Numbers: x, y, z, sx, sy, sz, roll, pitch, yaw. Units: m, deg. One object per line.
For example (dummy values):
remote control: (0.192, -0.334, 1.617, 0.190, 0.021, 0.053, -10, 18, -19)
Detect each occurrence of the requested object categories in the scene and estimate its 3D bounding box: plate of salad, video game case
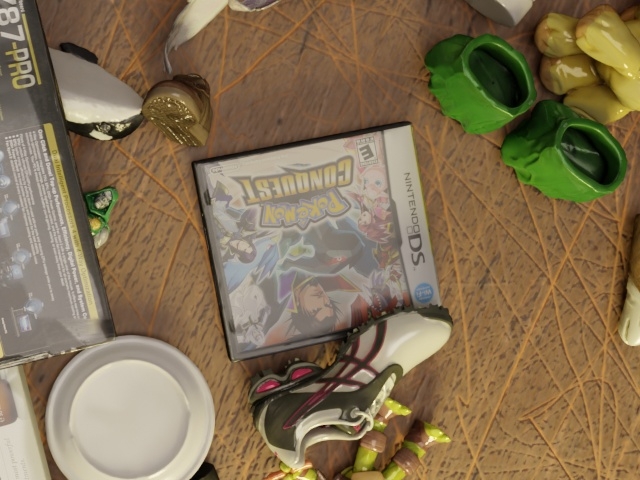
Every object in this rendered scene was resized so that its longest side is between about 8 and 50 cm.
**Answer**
plate of salad: (-0.226, 0.213, 1.643, 0.200, 0.048, 0.199, 1, 82, -5)
video game case: (0.000, 0.000, 1.685, 0.275, 0.035, 0.248, -12, 98, -11)

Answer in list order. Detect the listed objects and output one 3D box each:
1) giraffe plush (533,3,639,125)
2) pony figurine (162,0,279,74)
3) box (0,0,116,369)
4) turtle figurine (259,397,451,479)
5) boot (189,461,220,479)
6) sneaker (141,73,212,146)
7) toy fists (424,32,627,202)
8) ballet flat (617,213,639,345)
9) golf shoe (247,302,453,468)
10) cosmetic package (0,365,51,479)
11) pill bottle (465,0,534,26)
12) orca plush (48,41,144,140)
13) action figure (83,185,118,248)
giraffe plush: (0.391, -0.242, 1.690, 0.170, 0.210, 0.181, -48, 137, -28)
pony figurine: (-0.061, -0.380, 1.521, 0.351, 0.303, 0.363, -42, 108, -26)
box: (-0.408, -0.049, 1.417, 0.318, 0.097, 0.394, -14, 90, -7)
turtle figurine: (0.068, 0.313, 1.706, 0.269, 0.087, 0.217, 34, 80, -5)
boot: (-0.196, 0.371, 1.664, 0.198, 0.077, 0.137, -22, 105, -8)
sneaker: (-0.159, -0.162, 1.561, 0.066, 0.188, 0.071, 9, 79, 2)
toy fists: (0.244, -0.148, 1.673, 0.279, 0.142, 0.096, 38, 73, -14)
ballet flat: (0.463, 0.127, 1.776, 0.124, 0.116, 0.342, -33, 106, 12)
golf shoe: (0.050, 0.176, 1.659, 0.273, 0.120, 0.105, -28, 145, -3)
cosmetic package: (-0.458, 0.215, 1.510, 0.285, 0.097, 0.377, -14, 96, -9)
pill bottle: (0.262, -0.377, 1.655, 0.131, 0.131, 0.229, 38, 87, -13)
orca plush: (-0.346, -0.162, 1.561, 0.287, 0.151, 0.102, 12, 124, -17)
action figure: (-0.325, 0.017, 1.605, 0.232, 0.063, 0.137, -44, 100, -9)
